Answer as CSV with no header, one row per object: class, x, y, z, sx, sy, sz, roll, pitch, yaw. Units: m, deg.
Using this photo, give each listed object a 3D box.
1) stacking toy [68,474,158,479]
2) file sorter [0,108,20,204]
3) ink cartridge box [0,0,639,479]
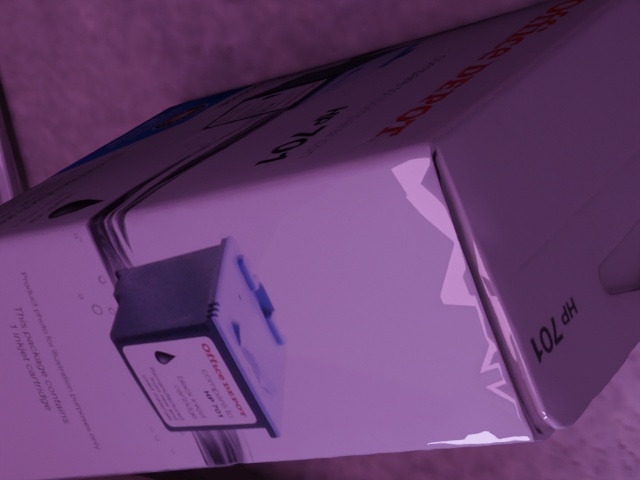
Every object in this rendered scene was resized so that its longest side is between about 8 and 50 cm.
stacking toy,-0.157,0.331,0.540,0.350,0.480,0.351,17,124,27
file sorter,-0.273,-0.016,0.615,0.277,0.193,0.173,6,115,32
ink cartridge box,0.000,0.000,0.468,0.190,0.139,0.082,-13,106,38
